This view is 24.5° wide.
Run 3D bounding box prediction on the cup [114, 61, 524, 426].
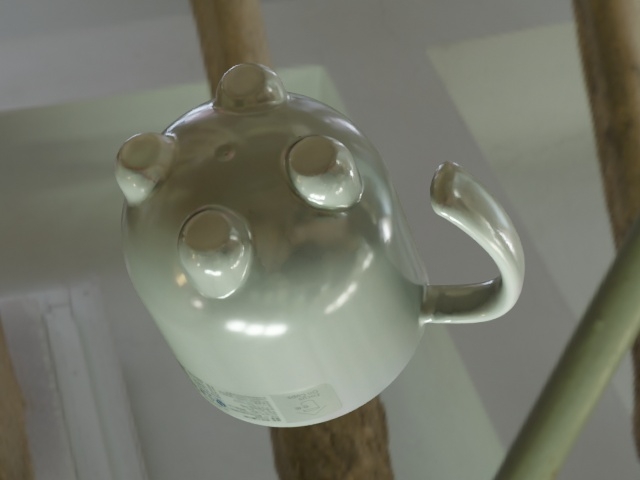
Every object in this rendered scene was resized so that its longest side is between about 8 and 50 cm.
[{"bbox_3d":[-0.010,0.007,0.687,0.173,0.142,0.134,32,-110,29],"label":"cup"}]
